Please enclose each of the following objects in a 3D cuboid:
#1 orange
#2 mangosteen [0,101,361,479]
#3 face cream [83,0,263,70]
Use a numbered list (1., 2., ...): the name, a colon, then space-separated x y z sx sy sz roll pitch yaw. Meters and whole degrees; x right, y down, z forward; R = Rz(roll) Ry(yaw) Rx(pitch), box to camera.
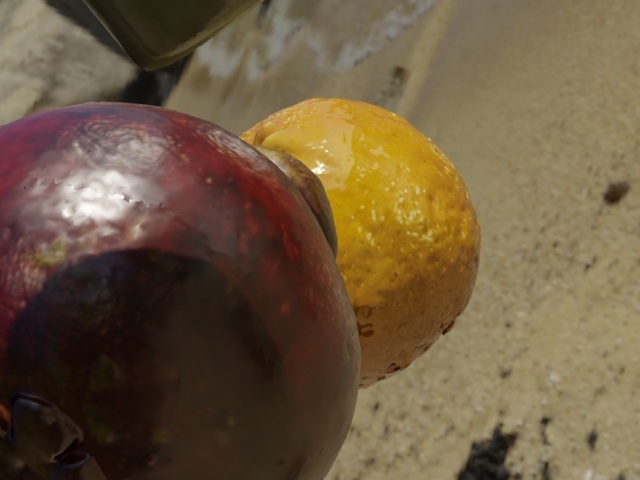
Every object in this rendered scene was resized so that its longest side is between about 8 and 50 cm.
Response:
1. orange: 0.000 0.000 1.451 0.341 0.293 0.340 -29 26 16
2. mangosteen: -0.078 0.030 0.617 0.215 0.215 0.257 -63 -3 31
3. face cream: -0.123 -0.206 0.374 0.137 0.341 0.084 -35 16 9
